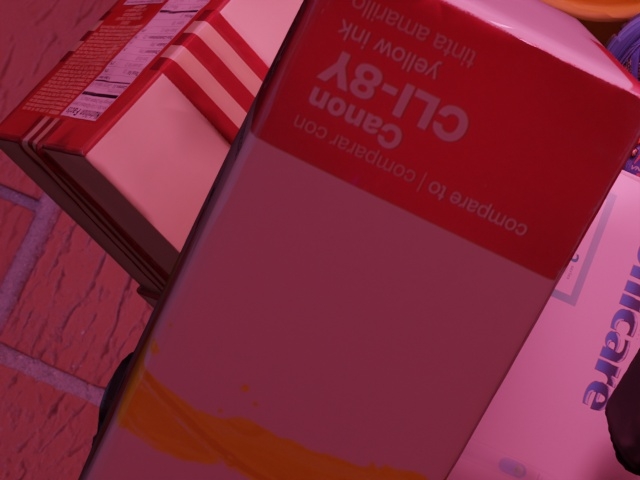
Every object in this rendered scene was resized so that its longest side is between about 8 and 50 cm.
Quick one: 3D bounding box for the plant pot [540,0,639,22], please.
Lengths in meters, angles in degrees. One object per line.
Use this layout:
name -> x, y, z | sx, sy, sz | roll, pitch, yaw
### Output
plant pot -> 0.253, -0.322, 1.063 | 0.239, 0.254, 0.254 | -40, -21, -53

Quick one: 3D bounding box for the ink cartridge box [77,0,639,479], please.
ink cartridge box -> -0.001, 0.036, 0.745 | 0.279, 0.160, 0.385 | -84, 19, -73

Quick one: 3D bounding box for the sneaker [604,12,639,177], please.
sneaker -> 0.230, -0.077, 1.002 | 0.221, 0.083, 0.087 | -58, 36, 29

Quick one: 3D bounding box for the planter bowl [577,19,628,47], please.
planter bowl -> 0.252, -0.214, 1.214 | 0.217, 0.090, 0.217 | 5, -95, -64

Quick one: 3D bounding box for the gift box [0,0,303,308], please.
gift box -> -0.039, -0.072, 1.012 | 0.276, 0.258, 0.255 | -46, 26, -11

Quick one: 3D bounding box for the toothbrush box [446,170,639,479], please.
toothbrush box -> 0.127, 0.088, 0.889 | 0.295, 0.126, 0.216 | 124, 170, -77

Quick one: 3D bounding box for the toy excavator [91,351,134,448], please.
toy excavator -> 0.000, 0.000, 1.297 | 0.433, 0.222, 0.445 | -27, -47, -75

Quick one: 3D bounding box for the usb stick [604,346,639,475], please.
usb stick -> 0.214, -0.005, 0.652 | 0.077, 0.045, 0.278 | -66, 1, -66
